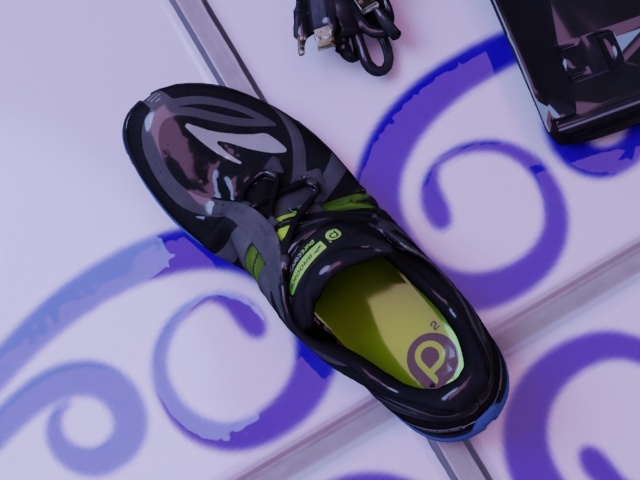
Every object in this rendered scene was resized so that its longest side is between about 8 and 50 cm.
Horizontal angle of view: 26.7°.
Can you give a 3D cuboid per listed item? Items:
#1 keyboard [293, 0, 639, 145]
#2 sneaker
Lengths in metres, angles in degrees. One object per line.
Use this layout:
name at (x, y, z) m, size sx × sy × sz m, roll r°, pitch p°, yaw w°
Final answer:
keyboard at (0.058, -0.187, 0.577) m, size 0.201 × 0.033 × 0.317 m, roll -19°, pitch 76°, yaw -2°
sneaker at (0.000, 0.000, 0.518) m, size 0.188 × 0.078 × 0.067 m, roll 43°, pitch 85°, yaw 12°
